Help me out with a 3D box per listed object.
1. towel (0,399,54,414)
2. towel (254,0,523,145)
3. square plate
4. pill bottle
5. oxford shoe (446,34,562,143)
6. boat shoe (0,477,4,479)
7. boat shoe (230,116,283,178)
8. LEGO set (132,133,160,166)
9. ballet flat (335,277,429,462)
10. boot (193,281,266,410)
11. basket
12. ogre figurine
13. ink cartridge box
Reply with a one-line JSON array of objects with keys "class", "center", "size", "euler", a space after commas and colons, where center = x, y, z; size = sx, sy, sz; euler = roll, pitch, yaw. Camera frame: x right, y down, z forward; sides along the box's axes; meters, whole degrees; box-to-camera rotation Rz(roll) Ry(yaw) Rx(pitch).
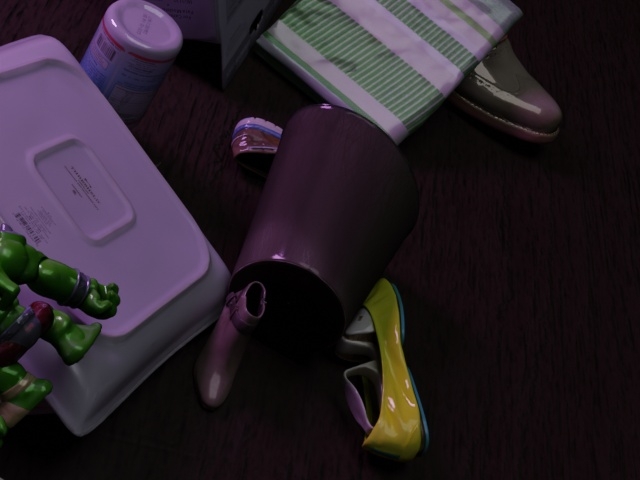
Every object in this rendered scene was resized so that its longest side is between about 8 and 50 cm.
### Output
[{"class": "towel", "center": [-0.326, -0.005, 1.072], "size": [0.317, 0.053, 0.332], "euler": [9, 51, -58]}, {"class": "towel", "center": [0.095, -0.288, 1.715], "size": [0.248, 0.038, 0.325], "euler": [40, 62, 4]}, {"class": "square plate", "center": [-0.231, -0.034, 1.156], "size": [0.347, 0.049, 0.344], "euler": [54, 25, -3]}, {"class": "pill bottle", "center": [-0.217, -0.173, 1.344], "size": [0.087, 0.160, 0.087], "euler": [22, 40, -20]}, {"class": "oxford shoe", "center": [0.215, -0.302, 1.837], "size": [0.397, 0.146, 0.140], "euler": [42, 35, 5]}, {"class": "boat shoe", "center": [-0.229, 0.262, 0.915], "size": [0.305, 0.109, 0.091], "euler": [37, 32, -6]}, {"class": "boat shoe", "center": [-0.022, -0.080, 1.490], "size": [0.183, 0.066, 0.066], "euler": [19, 44, -7]}, {"class": "LEGO set", "center": [-0.205, -0.076, 1.371], "size": [0.054, 0.023, 0.083], "euler": [19, 53, -18]}, {"class": "ballet flat", "center": [0.056, 0.129, 1.319], "size": [0.077, 0.077, 0.231], "euler": [4, 48, -16]}, {"class": "boot", "center": [-0.085, 0.097, 1.222], "size": [0.042, 0.087, 0.118], "euler": [24, 39, -20]}, {"class": "basket", "center": [0.000, 0.000, 1.344], "size": [0.204, 0.154, 0.227], "euler": [60, 35, -29]}, {"class": "ogre figurine", "center": [-0.241, 0.065, 0.956], "size": [0.118, 0.097, 0.197], "euler": [49, 62, -12]}, {"class": "ink cartridge box", "center": [-0.144, -0.381, 1.613], "size": [0.130, 0.272, 0.309], "euler": [8, 35, 12]}]
